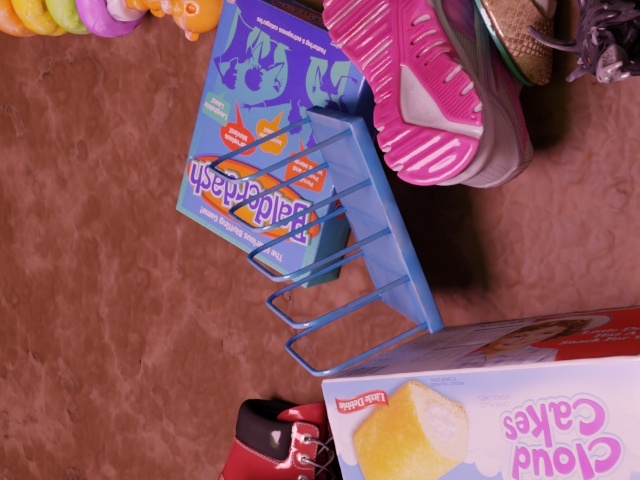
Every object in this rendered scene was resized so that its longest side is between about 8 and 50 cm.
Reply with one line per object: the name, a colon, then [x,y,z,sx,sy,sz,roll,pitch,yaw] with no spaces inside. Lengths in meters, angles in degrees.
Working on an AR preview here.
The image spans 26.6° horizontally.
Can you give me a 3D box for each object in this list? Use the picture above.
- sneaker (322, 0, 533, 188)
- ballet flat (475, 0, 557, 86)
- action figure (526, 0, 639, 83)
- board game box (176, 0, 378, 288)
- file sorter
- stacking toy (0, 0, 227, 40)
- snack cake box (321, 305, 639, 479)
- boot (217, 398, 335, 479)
sneaker: [0.083,-0.132,0.999,0.103,0.111,0.252,-31,56,28]
ballet flat: [0.128,-0.211,0.969,0.067,0.073,0.206,-32,82,24]
action figure: [0.244,-0.152,0.831,0.275,0.141,0.164,-26,110,36]
board game box: [-0.032,-0.089,1.134,0.160,0.047,0.210,29,117,30]
file sorter: [0.000,0.000,1.016,0.170,0.104,0.118,68,168,-15]
stacking toy: [-0.208,-0.241,1.198,0.301,0.165,0.175,18,113,24]
snack cake box: [0.152,0.111,0.957,0.264,0.152,0.089,-10,95,41]
boot: [0.010,0.239,1.150,0.244,0.088,0.176,28,106,28]
